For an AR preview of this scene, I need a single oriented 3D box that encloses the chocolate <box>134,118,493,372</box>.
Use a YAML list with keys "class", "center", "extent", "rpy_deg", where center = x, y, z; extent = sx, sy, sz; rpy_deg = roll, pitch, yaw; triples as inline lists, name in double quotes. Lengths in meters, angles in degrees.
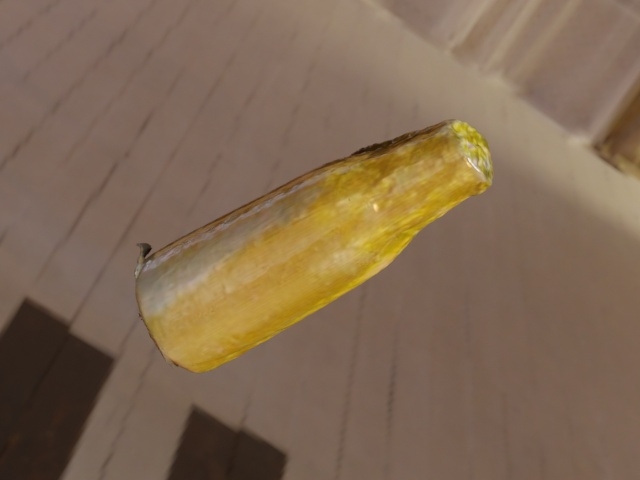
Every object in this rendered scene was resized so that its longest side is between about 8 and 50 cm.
- class: "chocolate"
  center: [0.000, 0.000, 0.825]
  extent: [0.086, 0.219, 0.085]
  rpy_deg: [37, 39, -37]
